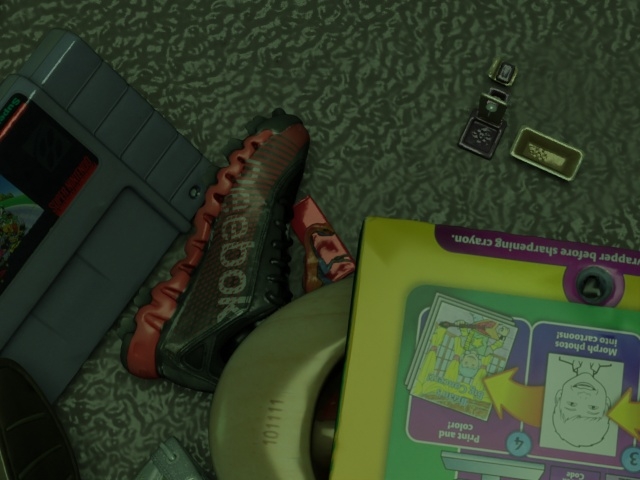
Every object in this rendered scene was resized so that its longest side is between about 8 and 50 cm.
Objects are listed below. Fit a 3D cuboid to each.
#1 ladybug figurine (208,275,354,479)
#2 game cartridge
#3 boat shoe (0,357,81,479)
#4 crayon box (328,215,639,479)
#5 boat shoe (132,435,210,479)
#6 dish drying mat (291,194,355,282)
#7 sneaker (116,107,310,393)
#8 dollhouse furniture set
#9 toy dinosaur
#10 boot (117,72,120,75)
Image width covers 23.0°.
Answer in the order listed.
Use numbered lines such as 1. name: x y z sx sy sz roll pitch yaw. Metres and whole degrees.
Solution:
1. ladybug figurine: 0.130 0.182 1.340 0.449 0.162 0.305 9 75 1
2. game cartridge: -0.259 0.017 1.364 0.068 0.230 0.355 28 78 42
3. boat shoe: -0.256 0.255 1.333 0.104 0.110 0.307 -17 94 23
4. crayon box: 0.190 0.164 1.208 0.362 0.106 0.313 8 77 1
5. boat shoe: -0.038 0.298 1.349 0.320 0.118 0.103 35 85 15
6. dish drying mat: 0.000 0.000 1.464 0.032 0.008 0.083 -33 81 -1
7. sneaker: -0.064 0.018 1.409 0.135 0.097 0.276 26 81 17
8. dollhouse furniture set: 0.197 -0.114 1.447 0.114 0.081 0.091 25 80 6
9. toy dinosaur: 0.000 0.028 1.420 0.047 0.082 0.090 -2 41 24
10. boot: -0.333 -0.094 1.453 0.229 0.091 0.263 30 74 14
